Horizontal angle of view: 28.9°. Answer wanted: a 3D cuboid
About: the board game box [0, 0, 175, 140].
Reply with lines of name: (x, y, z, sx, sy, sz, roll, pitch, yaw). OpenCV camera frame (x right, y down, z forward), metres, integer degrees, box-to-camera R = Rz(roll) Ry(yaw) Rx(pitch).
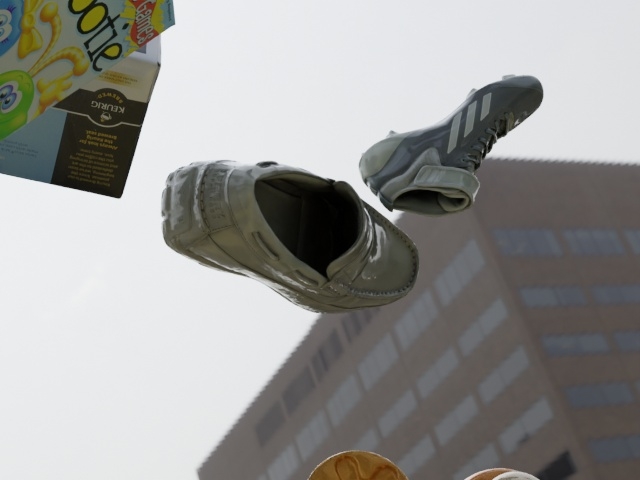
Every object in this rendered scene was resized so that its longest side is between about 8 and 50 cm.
board game box: (-0.265, -0.185, 0.970, 0.275, 0.142, 0.144, -40, -27, -26)

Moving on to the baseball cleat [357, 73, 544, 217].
baseball cleat: (0.141, -0.082, 1.179, 0.206, 0.109, 0.072, -28, -35, -10)

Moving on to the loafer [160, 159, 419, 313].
loafer: (0.000, 0.000, 1.086, 0.111, 0.112, 0.319, -9, -14, 36)

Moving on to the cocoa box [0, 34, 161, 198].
cocoa box: (-0.412, -0.237, 1.710, 0.347, 0.231, 0.228, 12, -57, -14)

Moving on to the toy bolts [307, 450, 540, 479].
toy bolts: (0.070, 0.263, 1.011, 0.218, 0.228, 0.158, 25, -32, 10)
